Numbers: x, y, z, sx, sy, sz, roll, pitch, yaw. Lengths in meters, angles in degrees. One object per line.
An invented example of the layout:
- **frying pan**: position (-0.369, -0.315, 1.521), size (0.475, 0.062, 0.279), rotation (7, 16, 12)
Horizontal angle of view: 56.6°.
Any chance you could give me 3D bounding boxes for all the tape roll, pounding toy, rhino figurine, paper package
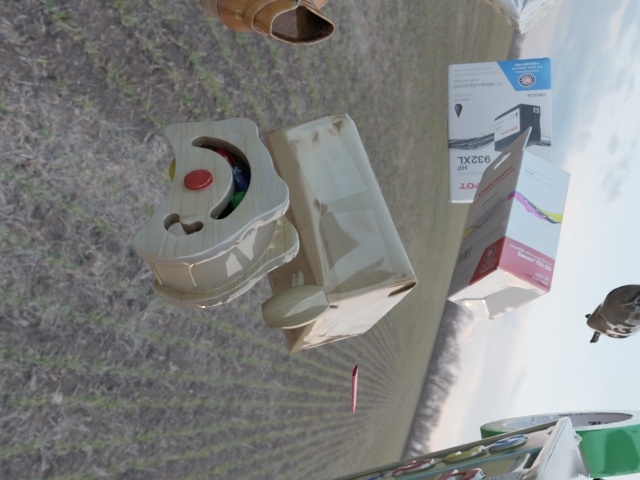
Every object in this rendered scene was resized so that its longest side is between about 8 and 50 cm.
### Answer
- **tape roll**: position (0.462, 0.368, 1.093), size (0.321, 0.321, 0.077), rotation (50, 32, -74)
- **pounding toy**: position (-0.103, 0.004, 0.625), size (0.155, 0.154, 0.270), rotation (80, -13, -46)
- **rhino figurine**: position (0.502, 0.127, 0.989), size (0.243, 0.106, 0.073), rotation (66, 16, -68)
- **paper package**: position (0.000, 0.000, 1.075), size (0.309, 0.168, 0.325), rotation (118, -44, -62)

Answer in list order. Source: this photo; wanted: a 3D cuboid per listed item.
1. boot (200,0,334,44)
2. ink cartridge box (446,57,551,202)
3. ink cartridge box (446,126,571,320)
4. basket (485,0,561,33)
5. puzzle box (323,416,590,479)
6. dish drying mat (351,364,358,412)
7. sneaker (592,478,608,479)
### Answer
- **boot**: position (-0.029, -0.280, 0.719), size (0.197, 0.152, 0.073), rotation (-25, 133, -31)
- **ink cartridge box**: position (0.403, -0.241, 1.355), size (0.129, 0.223, 0.308), rotation (-16, 105, -78)
- **ink cartridge box**: position (0.222, -0.020, 0.689), size (0.115, 0.067, 0.198), rotation (127, -13, -62)
- **basket**: position (0.196, -0.311, 0.613), size (0.113, 0.167, 0.103), rotation (-41, 168, 17)
- **puzzle box**: position (0.002, 0.233, 0.479), size (0.272, 0.408, 0.052), rotation (20, 50, -63)
- **dish drying mat**: position (0.059, 0.260, 1.041), size (0.032, 0.008, 0.083), rotation (-70, 164, -60)
- **sneaker**: position (0.528, 0.475, 1.107), size (0.031, 0.035, 0.083), rotation (-59, -176, 23)
